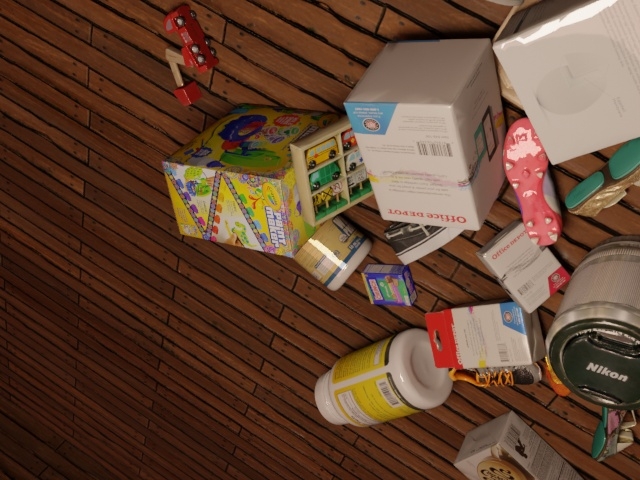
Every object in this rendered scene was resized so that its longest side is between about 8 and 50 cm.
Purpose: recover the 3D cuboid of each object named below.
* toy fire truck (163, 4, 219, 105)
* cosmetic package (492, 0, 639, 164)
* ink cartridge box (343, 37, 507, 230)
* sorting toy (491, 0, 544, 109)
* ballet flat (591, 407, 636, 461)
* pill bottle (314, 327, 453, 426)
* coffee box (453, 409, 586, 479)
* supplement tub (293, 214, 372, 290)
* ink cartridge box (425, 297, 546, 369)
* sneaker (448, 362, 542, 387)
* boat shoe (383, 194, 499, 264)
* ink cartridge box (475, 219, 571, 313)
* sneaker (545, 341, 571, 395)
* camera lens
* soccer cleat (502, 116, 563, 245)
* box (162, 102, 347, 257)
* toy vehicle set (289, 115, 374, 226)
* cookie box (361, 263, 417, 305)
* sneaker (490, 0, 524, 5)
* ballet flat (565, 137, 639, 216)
[{"bbox_3d":[-0.294,-0.400,1.637,0.135,0.047,0.192,-11,115,40],"label":"toy fire truck"},{"bbox_3d":[0.424,-0.270,1.145,0.224,0.138,0.224,-16,116,39],"label":"cosmetic package"},{"bbox_3d":[0.199,-0.185,1.327,0.198,0.197,0.270,8,139,31],"label":"ink cartridge box"},{"bbox_3d":[0.388,-0.300,1.267,0.208,0.038,0.193,32,135,3],"label":"sorting toy"},{"bbox_3d":[0.635,0.399,1.616,0.079,0.077,0.222,1,125,10],"label":"ballet flat"},{"bbox_3d":[0.141,0.343,1.815,0.188,0.188,0.334,51,135,-9],"label":"pill bottle"},{"bbox_3d":[0.493,0.570,1.800,0.297,0.119,0.168,44,135,-3],"label":"coffee box"},{"bbox_3d":[0.000,0.000,1.676,0.199,0.144,0.144,39,136,1],"label":"supplement tub"},{"bbox_3d":[0.349,0.200,1.611,0.231,0.078,0.134,-11,90,40],"label":"ink cartridge box"},{"bbox_3d":[0.387,0.296,1.688,0.214,0.083,0.084,3,122,31],"label":"sneaker"},{"bbox_3d":[0.230,-0.050,1.511,0.105,0.113,0.306,50,151,-1],"label":"boat shoe"},{"bbox_3d":[0.395,0.048,1.470,0.109,0.063,0.150,-40,98,1],"label":"ink cartridge box"},{"bbox_3d":[0.502,0.270,1.602,0.064,0.067,0.175,0,124,32],"label":"sneaker"},{"bbox_3d":[0.536,0.144,1.333,0.219,0.274,0.219,18,132,22],"label":"camera lens"},{"bbox_3d":[0.392,-0.110,1.379,0.083,0.095,0.248,-11,108,25],"label":"soccer cleat"},{"bbox_3d":[-0.113,-0.134,1.546,0.279,0.290,0.177,11,127,26],"label":"box"},{"bbox_3d":[0.068,-0.157,1.430,0.035,0.266,0.166,30,141,45],"label":"toy vehicle set"},{"bbox_3d":[0.158,0.102,1.723,0.107,0.040,0.092,1,124,35],"label":"cookie box"},{"bbox_3d":[0.220,-0.493,1.169,0.302,0.108,0.121,42,136,7],"label":"sneaker"},{"bbox_3d":[0.520,-0.108,1.312,0.067,0.073,0.206,22,142,-20],"label":"ballet flat"}]
